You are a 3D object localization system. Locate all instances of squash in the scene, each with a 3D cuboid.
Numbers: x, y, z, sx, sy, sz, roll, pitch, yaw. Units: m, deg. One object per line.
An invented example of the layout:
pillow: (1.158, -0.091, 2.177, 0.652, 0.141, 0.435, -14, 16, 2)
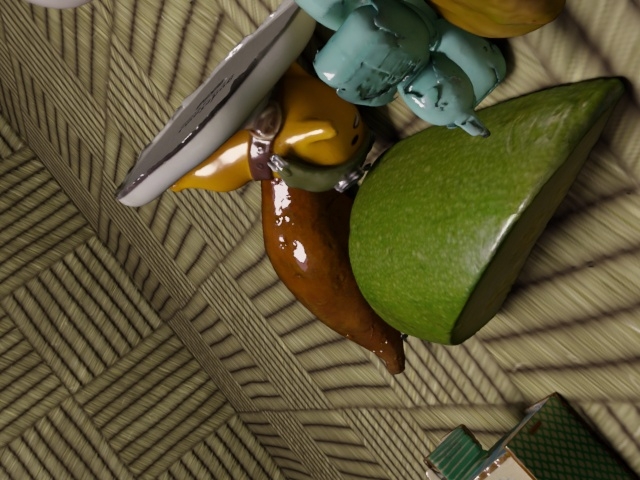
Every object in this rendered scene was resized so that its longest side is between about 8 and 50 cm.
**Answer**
squash: (0.125, 0.016, 0.591, 0.203, 0.111, 0.289, 56, 158, -15)

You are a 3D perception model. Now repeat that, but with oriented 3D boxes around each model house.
model house: (0.185, 0.249, 0.763, 0.178, 0.206, 0.271, 50, -162, 15)

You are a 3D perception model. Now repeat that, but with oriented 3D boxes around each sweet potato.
sweet potato: (0.001, 0.004, 0.834, 0.112, 0.112, 0.359, 13, 137, 60)

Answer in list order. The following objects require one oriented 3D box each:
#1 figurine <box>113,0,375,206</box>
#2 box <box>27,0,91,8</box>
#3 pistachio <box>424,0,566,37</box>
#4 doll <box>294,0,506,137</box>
figurine: (-0.053, -0.082, 0.712, 0.141, 0.166, 0.250, 40, 126, -21)
box: (-0.368, -0.407, 0.890, 0.349, 0.141, 0.288, 30, 152, 46)
pistachio: (0.063, -0.181, 0.409, 0.189, 0.100, 0.110, 47, 180, 17)
doll: (0.051, -0.122, 0.489, 0.159, 0.059, 0.159, 27, -150, -32)
